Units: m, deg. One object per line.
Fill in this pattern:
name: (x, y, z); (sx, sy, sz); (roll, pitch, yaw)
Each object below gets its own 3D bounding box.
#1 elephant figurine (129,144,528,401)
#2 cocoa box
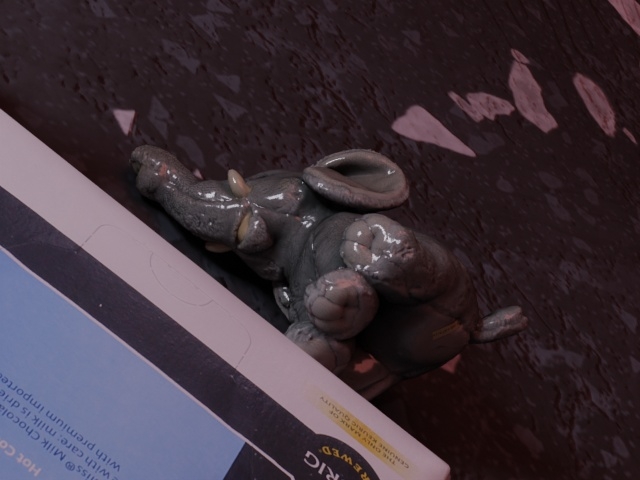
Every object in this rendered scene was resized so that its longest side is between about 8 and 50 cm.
elephant figurine: (0.000, 0.000, 1.213); (0.186, 0.169, 0.239); (52, 0, -44)
cocoa box: (-0.156, 0.129, 0.785); (0.347, 0.231, 0.228); (39, 32, -4)
